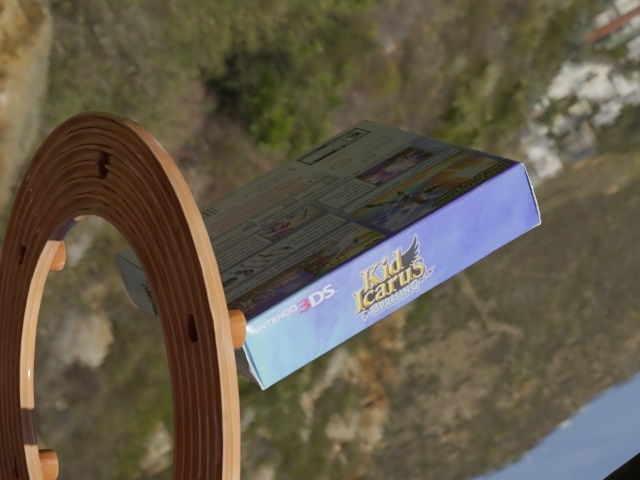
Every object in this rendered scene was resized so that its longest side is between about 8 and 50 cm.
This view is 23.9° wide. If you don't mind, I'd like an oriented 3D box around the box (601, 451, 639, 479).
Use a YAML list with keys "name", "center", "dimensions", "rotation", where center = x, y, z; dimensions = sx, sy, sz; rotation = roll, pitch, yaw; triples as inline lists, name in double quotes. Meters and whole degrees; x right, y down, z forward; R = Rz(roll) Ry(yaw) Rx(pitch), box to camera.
- name: "box"
  center: [0.396, 0.394, 1.356]
  dimensions: [0.179, 0.313, 0.343]
  rotation: [-34, -156, -14]

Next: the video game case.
- name: "video game case"
  center: [0.000, 0.000, 1.232]
  dimensions: [0.269, 0.061, 0.244]
  rotation: [-29, -156, -20]

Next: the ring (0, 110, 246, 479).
- name: "ring"
  center: [-0.119, 0.094, 0.864]
  dimensions: [0.032, 0.337, 0.336]
  rotation: [-1, 162, -31]
